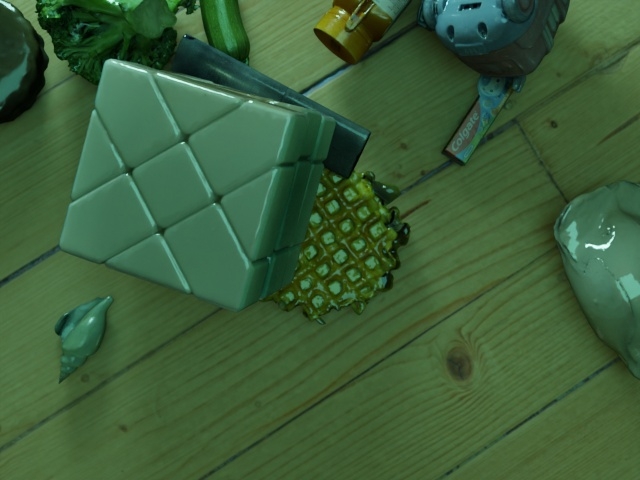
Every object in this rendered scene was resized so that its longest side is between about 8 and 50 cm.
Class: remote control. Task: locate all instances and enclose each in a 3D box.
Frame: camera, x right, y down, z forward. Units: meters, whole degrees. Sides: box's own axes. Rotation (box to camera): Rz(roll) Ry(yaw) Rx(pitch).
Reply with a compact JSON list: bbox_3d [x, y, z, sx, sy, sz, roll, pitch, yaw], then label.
[{"bbox_3d":[-0.094,-0.239,1.727,0.377,0.044,0.107,28,129,4],"label":"remote control"}]

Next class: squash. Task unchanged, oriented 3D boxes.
[{"bbox_3d":[-0.177,-0.409,1.754,0.077,0.068,0.219,-14,91,-21],"label":"squash"}]

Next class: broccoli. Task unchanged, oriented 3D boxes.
[{"bbox_3d":[-0.351,-0.400,1.666,0.261,0.241,0.269,-50,135,-10],"label":"broccoli"}]

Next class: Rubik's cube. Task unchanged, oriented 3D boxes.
[{"bbox_3d":[-0.187,-0.097,1.575,0.318,0.316,0.322,18,100,11],"label":"Rubik's cube"}]

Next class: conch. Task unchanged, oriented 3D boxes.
[{"bbox_3d":[-0.432,0.175,1.736,0.065,0.088,0.180,37,76,-47],"label":"conch"}]

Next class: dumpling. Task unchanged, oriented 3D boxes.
[{"bbox_3d":[0.593,0.064,1.778,0.260,0.181,0.341,-29,70,-14],"label":"dumpling"}]

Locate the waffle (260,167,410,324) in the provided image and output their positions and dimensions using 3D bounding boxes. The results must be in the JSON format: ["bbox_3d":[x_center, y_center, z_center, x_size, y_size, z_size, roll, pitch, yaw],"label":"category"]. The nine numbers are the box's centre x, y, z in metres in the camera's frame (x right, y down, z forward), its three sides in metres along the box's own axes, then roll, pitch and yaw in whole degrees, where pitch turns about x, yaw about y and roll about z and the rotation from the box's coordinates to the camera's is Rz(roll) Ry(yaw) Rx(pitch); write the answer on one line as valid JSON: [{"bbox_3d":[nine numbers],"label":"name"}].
[{"bbox_3d":[0.011,0.000,1.773,0.329,0.062,0.329,0,88,-6],"label":"waffle"}]

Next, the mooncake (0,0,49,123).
[{"bbox_3d":[-0.596,-0.314,1.690,0.228,0.124,0.228,1,84,-6],"label":"mooncake"}]

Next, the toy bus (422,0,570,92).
[{"bbox_3d":[0.341,-0.429,1.729,0.232,0.197,0.294,39,65,-41],"label":"toy bus"}]

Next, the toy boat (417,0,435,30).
[{"bbox_3d":[0.227,-0.458,1.796,0.059,0.066,0.140,28,86,-1],"label":"toy boat"}]

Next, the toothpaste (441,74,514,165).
[{"bbox_3d":[0.293,-0.239,1.811,0.070,0.044,0.193,33,86,-2],"label":"toothpaste"}]

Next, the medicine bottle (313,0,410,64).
[{"bbox_3d":[0.095,-0.434,1.740,0.112,0.149,0.222,39,86,-4],"label":"medicine bottle"}]
